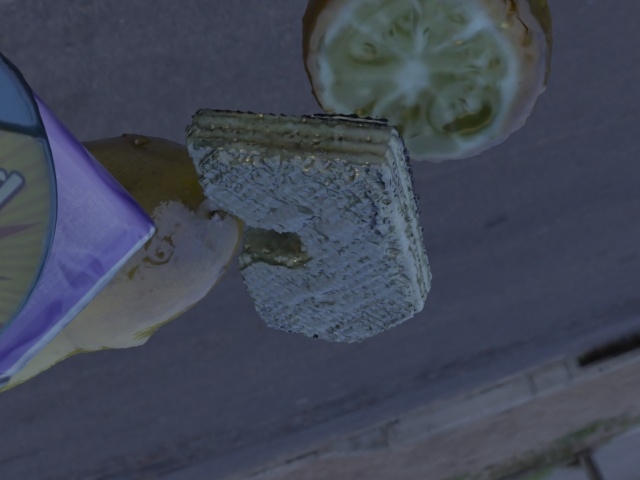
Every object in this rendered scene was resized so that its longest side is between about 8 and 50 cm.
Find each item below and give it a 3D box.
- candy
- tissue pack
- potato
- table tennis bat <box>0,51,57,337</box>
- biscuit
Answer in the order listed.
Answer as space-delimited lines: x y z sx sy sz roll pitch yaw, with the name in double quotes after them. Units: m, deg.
0.106 -0.200 1.202 0.259 0.118 0.260 5 125 7 "candy"
-0.344 -0.049 1.046 0.242 0.338 0.160 -45 -158 -14 "tissue pack"
-0.281 0.019 1.390 0.296 0.290 0.397 2 -152 47 "potato"
-0.241 -0.054 0.639 0.215 0.044 0.329 14 110 -22 "table tennis bat"
0.000 0.000 0.842 0.147 0.046 0.250 8 148 17 "biscuit"
